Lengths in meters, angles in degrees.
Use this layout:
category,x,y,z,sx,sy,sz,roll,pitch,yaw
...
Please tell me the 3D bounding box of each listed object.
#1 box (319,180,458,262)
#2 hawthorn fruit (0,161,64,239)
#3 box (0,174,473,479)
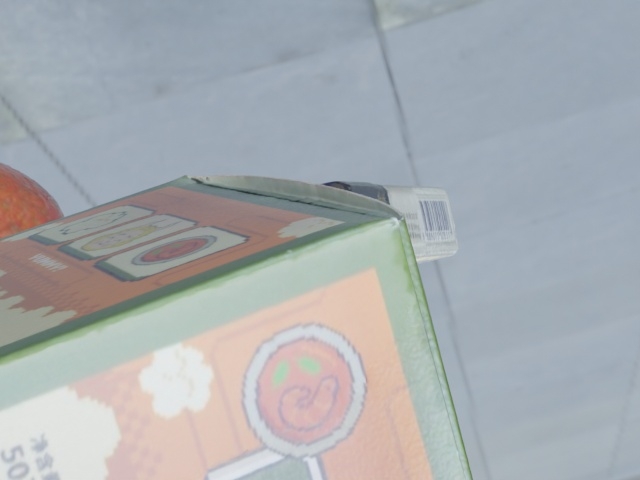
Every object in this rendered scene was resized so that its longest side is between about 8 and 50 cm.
category,x,y,z,sx,sy,sz,roll,pitch,yaw
box,0.000,0.000,1.316,0.168,0.071,0.259,-13,174,21
hawthorn fruit,-0.265,0.028,1.047,0.165,0.165,0.285,-18,-171,9
box,-0.042,0.093,0.476,0.148,0.194,0.177,-20,-167,-21
